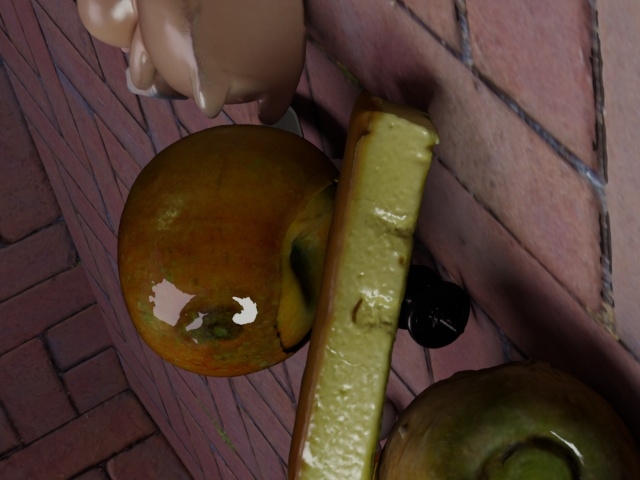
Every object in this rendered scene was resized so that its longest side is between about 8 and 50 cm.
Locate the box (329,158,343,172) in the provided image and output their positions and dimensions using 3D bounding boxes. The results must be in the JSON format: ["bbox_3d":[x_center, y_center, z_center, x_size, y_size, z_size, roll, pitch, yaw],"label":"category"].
[{"bbox_3d":[0.000,0.000,1.715,0.243,0.067,0.155,166,104,-74],"label":"box"}]

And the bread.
[{"bbox_3d":[0.035,0.053,1.422,0.138,0.077,0.361,-92,12,-84],"label":"bread"}]

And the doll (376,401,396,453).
[{"bbox_3d":[0.069,0.278,2.017,0.161,0.059,0.160,34,-128,-47],"label":"doll"}]

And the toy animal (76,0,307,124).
[{"bbox_3d":[-0.132,-0.239,1.592,0.256,0.195,0.213,18,105,43],"label":"toy animal"}]

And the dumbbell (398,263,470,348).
[{"bbox_3d":[0.103,0.065,1.605,0.147,0.069,0.069,36,151,60],"label":"dumbbell"}]

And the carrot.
[{"bbox_3d":[0.156,0.224,1.433,0.224,0.224,0.341,59,169,9],"label":"carrot"}]

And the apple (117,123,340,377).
[{"bbox_3d":[-0.073,0.006,1.512,0.207,0.237,0.237,-5,118,35],"label":"apple"}]

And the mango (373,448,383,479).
[{"bbox_3d":[0.132,0.344,1.902,0.187,0.138,0.257,40,161,26],"label":"mango"}]

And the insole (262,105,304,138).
[{"bbox_3d":[-0.040,-0.114,1.745,0.232,0.003,0.080,-115,32,-59],"label":"insole"}]
